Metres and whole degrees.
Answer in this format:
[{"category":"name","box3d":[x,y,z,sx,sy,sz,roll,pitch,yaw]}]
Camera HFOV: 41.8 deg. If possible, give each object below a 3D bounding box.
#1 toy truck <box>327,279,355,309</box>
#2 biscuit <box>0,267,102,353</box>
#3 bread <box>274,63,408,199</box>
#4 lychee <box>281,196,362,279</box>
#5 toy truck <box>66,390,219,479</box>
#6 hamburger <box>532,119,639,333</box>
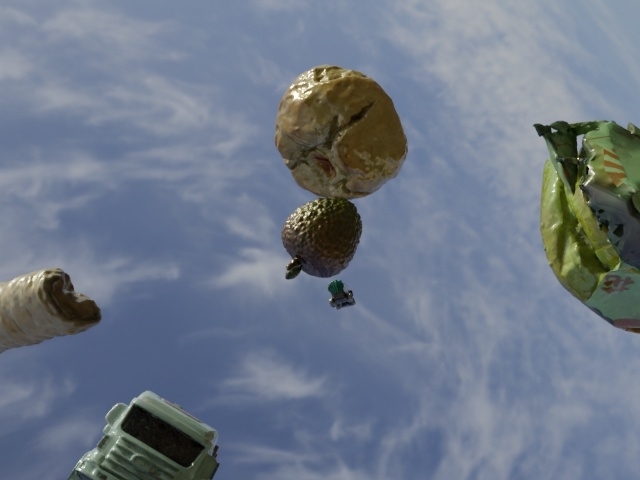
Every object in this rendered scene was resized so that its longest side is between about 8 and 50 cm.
[{"category":"toy truck","box3d":[0.036,0.095,1.485,0.083,0.039,0.044,46,-152,-74]},{"category":"biscuit","box3d":[-0.266,0.067,0.670,0.061,0.219,0.055,40,-134,-40]},{"category":"bread","box3d":[0.022,-0.167,1.387,0.244,0.244,0.134,46,-122,-11]},{"category":"lychee","box3d":[0.000,0.000,1.208,0.146,0.114,0.114,-44,-82,-19]},{"category":"toy truck","box3d":[-0.199,0.289,1.018,0.136,0.305,0.162,29,-119,6]},{"category":"hamburger","box3d":[0.278,-0.030,0.798,0.235,0.125,0.214,20,-137,-23]}]
